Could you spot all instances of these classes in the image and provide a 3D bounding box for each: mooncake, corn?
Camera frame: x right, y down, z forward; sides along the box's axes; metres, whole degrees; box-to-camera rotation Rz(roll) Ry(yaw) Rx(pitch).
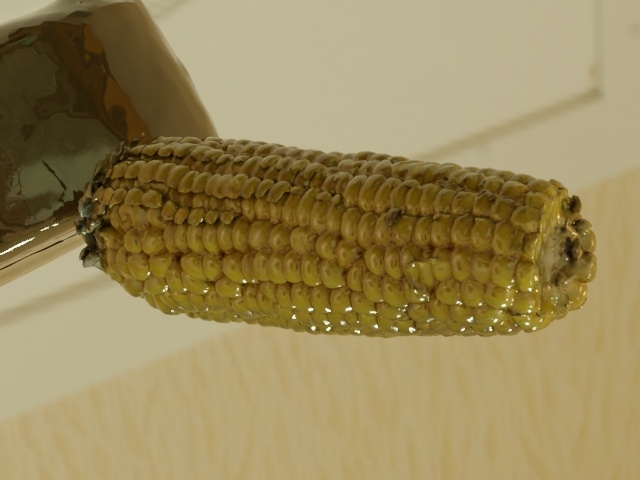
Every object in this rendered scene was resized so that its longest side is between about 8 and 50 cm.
[{"bbox_3d":[-0.219,-0.058,1.236,0.284,0.156,0.284,-29,-178,1],"label":"mooncake"},{"bbox_3d":[0.000,0.000,0.996,0.317,0.115,0.115,8,-148,34],"label":"corn"}]
